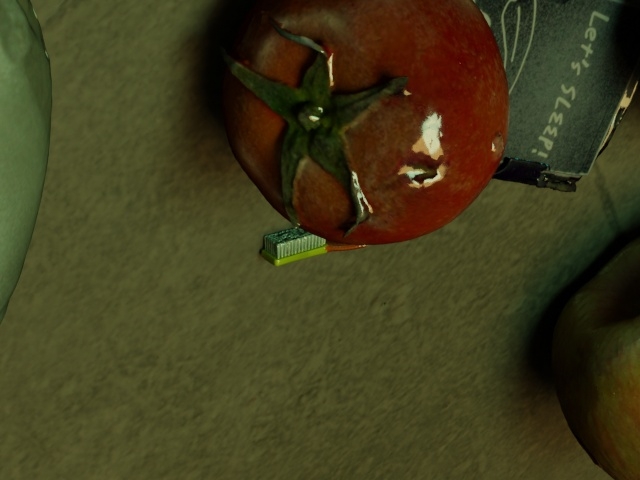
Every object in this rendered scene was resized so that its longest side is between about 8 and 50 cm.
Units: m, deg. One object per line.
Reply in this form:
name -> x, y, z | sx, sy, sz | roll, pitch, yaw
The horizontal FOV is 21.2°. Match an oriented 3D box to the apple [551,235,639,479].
apple -> 0.284, 0.096, 1.325 | 0.211, 0.211, 0.188 | -41, 112, -9

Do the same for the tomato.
tomato -> 0.028, -0.085, 0.977 | 0.167, 0.167, 0.167 | -25, 136, -27

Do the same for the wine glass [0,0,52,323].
wine glass -> -0.187, -0.087, 0.746 | 0.190, 0.190, 0.357 | 10, 109, -47

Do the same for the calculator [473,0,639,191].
calculator -> 0.133, -0.116, 1.145 | 0.274, 0.028, 0.165 | 7, 113, -48

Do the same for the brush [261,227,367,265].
brush -> 0.000, 0.000, 1.120 | 0.083, 0.019, 0.021 | -9, 118, -37
